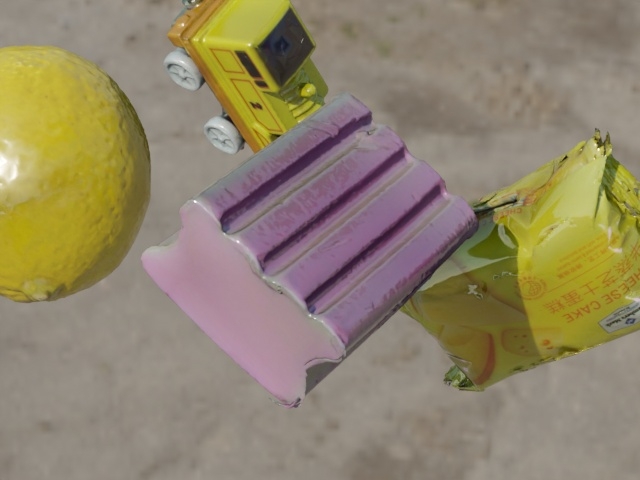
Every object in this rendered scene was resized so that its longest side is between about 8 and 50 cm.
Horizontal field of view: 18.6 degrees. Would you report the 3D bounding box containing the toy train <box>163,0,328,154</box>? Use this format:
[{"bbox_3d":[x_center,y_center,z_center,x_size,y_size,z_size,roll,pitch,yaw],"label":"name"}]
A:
[{"bbox_3d":[-0.053,-0.143,1.718,0.127,0.219,0.089,11,54,44],"label":"toy train"}]

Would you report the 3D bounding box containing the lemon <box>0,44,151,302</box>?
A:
[{"bbox_3d":[-0.212,-0.047,1.437,0.178,0.178,0.203,-3,61,-9],"label":"lemon"}]

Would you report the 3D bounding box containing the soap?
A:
[{"bbox_3d":[0.000,0.000,1.119,0.122,0.065,0.203,44,33,5],"label":"soap"}]

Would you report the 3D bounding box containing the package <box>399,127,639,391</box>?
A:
[{"bbox_3d":[0.140,0.022,1.305,0.226,0.168,0.090,-24,36,30],"label":"package"}]
